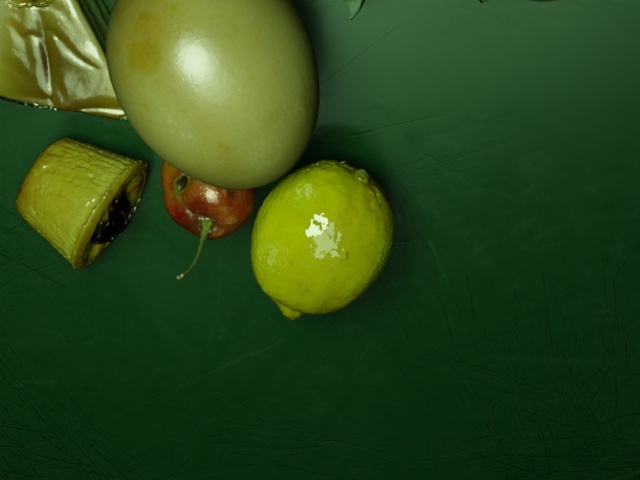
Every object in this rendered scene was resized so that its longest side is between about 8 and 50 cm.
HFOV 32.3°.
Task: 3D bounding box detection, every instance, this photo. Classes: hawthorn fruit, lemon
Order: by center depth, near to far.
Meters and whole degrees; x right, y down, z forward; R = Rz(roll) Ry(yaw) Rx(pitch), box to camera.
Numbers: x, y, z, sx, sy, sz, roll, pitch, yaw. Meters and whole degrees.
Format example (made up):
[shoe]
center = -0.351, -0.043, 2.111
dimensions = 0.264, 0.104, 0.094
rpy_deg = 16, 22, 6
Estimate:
[hawthorn fruit]
center = -0.181, -0.041, 1.786
dimensions = 0.165, 0.285, 0.165
rpy_deg = -3, 140, -2
[lemon]
center = 0.002, -0.004, 1.822
dimensions = 0.263, 0.236, 0.236
rpy_deg = -36, 108, 14

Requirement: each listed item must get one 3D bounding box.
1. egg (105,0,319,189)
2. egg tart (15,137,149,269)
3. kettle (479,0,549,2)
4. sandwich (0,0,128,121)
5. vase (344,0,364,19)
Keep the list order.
[egg]
center = -0.157, -0.251, 1.650
dimensions = 0.301, 0.301, 0.373
rpy_deg = -17, 106, 9
[egg tart]
center = -0.391, -0.071, 1.828
dimensions = 0.171, 0.215, 0.215
rpy_deg = 33, 111, 3
[kettle]
center = 0.327, -0.456, 1.660
dimensions = 0.237, 0.161, 0.221
rpy_deg = -24, 124, 9
[sandwich]
center = -0.381, -0.315, 1.735
dimensions = 0.228, 0.155, 0.198
rpy_deg = 11, 114, -3
[vase]
center = -0.058, -0.488, 1.665
dimensions = 0.301, 0.156, 0.251
rpy_deg = 14, 106, 2
